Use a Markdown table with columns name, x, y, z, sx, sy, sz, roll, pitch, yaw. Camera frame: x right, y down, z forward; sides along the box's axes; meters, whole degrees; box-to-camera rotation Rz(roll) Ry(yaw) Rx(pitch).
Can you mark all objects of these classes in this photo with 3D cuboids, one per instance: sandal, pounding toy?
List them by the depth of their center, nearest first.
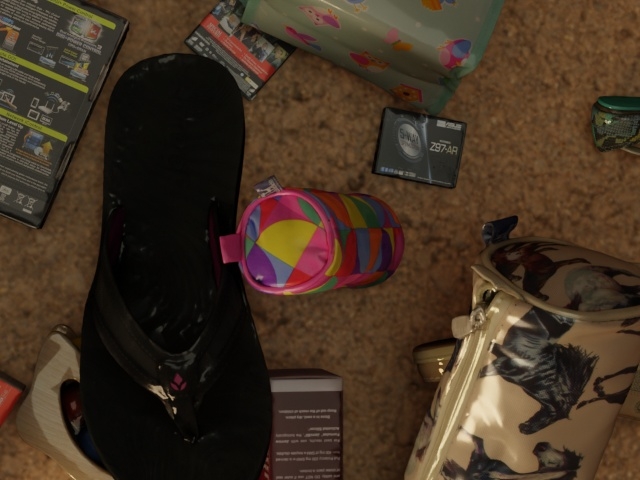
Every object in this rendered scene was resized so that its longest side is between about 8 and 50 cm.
| name | x | y | z | sx | sy | sz | roll | pitch | yaw |
| --- | --- | --- | --- | --- | --- | --- | --- | --- | --- |
| sandal | -0.138 | 0.028 | 1.404 | 0.168 | 0.107 | 0.445 | -6 | 69 | 1 |
| pounding toy | -0.151 | 0.181 | 1.447 | 0.269 | 0.155 | 0.154 | 40 | 88 | -5 |

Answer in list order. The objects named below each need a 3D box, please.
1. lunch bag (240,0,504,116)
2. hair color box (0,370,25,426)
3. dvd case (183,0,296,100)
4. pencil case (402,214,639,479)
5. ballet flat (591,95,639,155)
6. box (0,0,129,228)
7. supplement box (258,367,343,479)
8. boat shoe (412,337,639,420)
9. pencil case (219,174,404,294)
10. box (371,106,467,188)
| name | x | y | z | sx | sy | sz | roll | pitch | yaw |
| --- | --- | --- | --- | --- | --- | --- | --- | --- | --- |
| lunch bag | 0.080 | -0.287 | 1.490 | 0.223 | 0.160 | 0.262 | 27 | 72 | -3 |
| hair color box | -0.344 | 0.118 | 1.463 | 0.141 | 0.072 | 0.043 | 32 | 85 | -6 |
| dvd case | -0.061 | -0.207 | 1.538 | 0.087 | 0.013 | 0.119 | 41 | 85 | -6 |
| pencil case | 0.154 | 0.189 | 1.414 | 0.183 | 0.160 | 0.410 | 7 | 116 | -22 |
| ballet flat | 0.358 | -0.114 | 1.581 | 0.188 | 0.070 | 0.070 | -1 | 89 | -7 |
| box | -0.342 | -0.158 | 1.473 | 0.270 | 0.060 | 0.216 | 23 | 86 | -8 |
| supplement box | -0.021 | 0.242 | 1.479 | 0.073 | 0.130 | 0.239 | -1 | 88 | -8 |
| boat shoe | 0.236 | 0.142 | 1.532 | 0.302 | 0.109 | 0.098 | 4 | 87 | -14 |
| pencil case | 0.000 | 0.000 | 1.436 | 0.104 | 0.236 | 0.104 | -1 | 88 | 20 |
| box | 0.097 | -0.090 | 1.556 | 0.083 | 0.018 | 0.067 | 12 | 88 | -8 |
